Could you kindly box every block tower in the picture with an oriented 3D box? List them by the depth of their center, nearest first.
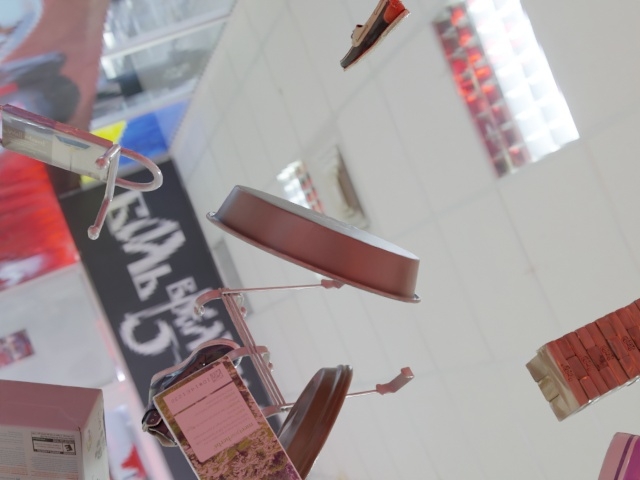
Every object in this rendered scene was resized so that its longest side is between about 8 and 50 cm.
[{"bbox_3d":[0.424,0.127,1.446,0.091,0.336,0.097,62,-26,17],"label":"block tower"}]

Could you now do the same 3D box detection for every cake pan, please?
[{"bbox_3d":[0.000,0.000,1.404,0.293,0.293,0.054,30,-81,64],"label":"cake pan"}]

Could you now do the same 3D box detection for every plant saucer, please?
[{"bbox_3d":[-0.038,0.286,1.517,0.041,0.277,0.278,29,-20,-1],"label":"plant saucer"}]

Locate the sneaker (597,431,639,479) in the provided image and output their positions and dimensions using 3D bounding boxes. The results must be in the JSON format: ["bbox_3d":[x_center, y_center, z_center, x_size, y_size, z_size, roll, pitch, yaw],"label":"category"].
[{"bbox_3d":[0.330,0.331,1.076,0.161,0.282,0.102,12,-21,28],"label":"sneaker"}]

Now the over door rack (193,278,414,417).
[{"bbox_3d":[-0.033,0.180,1.822,0.108,0.324,0.239,-50,-121,43],"label":"over door rack"}]

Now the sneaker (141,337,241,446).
[{"bbox_3d":[-0.237,0.284,2.018,0.086,0.226,0.163,42,32,-23],"label":"sneaker"}]

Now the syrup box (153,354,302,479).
[{"bbox_3d":[-0.083,0.249,1.196,0.236,0.093,0.096,59,-12,4],"label":"syrup box"}]

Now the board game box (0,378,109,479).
[{"bbox_3d":[-0.406,0.334,1.499,0.097,0.224,0.303,-78,173,-58],"label":"board game box"}]

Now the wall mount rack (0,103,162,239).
[{"bbox_3d":[-0.416,-0.127,1.672,0.304,0.350,0.130,119,-12,-62],"label":"wall mount rack"}]

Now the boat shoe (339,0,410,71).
[{"bbox_3d":[0.068,-0.287,1.534,0.043,0.049,0.137,46,-51,-1],"label":"boat shoe"}]
